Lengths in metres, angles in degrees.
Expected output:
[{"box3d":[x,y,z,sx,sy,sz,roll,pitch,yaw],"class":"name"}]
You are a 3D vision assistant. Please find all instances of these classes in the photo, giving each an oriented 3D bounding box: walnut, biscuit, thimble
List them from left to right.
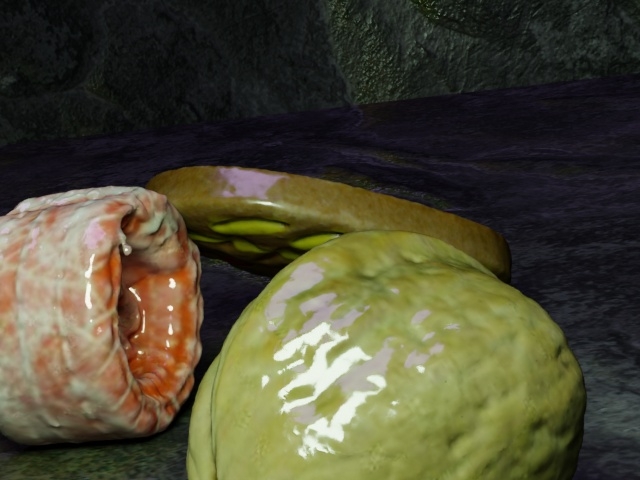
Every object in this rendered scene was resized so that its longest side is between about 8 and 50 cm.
[{"box3d":[-0.214,0.069,1.718,0.162,0.239,0.239,-4,13,22],"class":"thimble"},{"box3d":[-0.002,0.009,1.908,0.394,0.070,0.350,12,-12,-20],"class":"biscuit"},{"box3d":[0.040,0.125,1.237,0.283,0.282,0.227,-17,-1,-32],"class":"walnut"}]
